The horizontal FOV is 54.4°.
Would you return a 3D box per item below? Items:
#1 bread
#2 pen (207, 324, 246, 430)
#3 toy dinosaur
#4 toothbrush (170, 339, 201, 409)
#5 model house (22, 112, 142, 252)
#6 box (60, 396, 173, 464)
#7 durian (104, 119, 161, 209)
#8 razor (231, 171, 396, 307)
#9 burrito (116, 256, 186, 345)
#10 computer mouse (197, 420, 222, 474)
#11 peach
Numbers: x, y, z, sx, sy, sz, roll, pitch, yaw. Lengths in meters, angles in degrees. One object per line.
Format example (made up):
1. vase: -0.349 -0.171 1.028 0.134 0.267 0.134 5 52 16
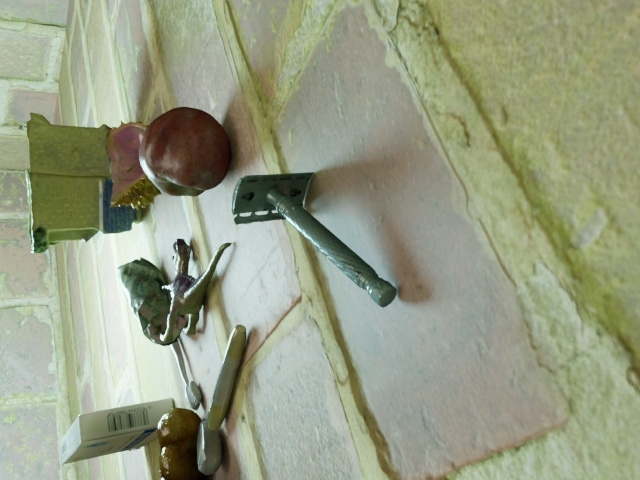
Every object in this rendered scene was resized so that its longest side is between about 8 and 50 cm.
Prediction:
1. bread: -0.251 0.482 1.156 0.124 0.084 0.344 93 173 -88
2. pen: -0.155 0.228 1.029 0.040 0.032 0.233 -94 20 -59
3. toy dinosaur: -0.239 0.086 1.136 0.251 0.072 0.199 -168 88 -70
4. toothbrush: -0.295 0.224 1.282 0.307 0.025 0.029 54 127 45
5. model house: -0.588 -0.141 1.542 0.261 0.266 0.321 -167 75 -66
6. box: -0.475 0.443 1.433 0.343 0.200 0.065 -43 57 53
7. durian: -0.397 -0.161 1.342 0.182 0.132 0.165 49 125 53
8. razor: 0.000 0.000 0.701 0.232 0.106 0.068 44 129 40
9. burrito: -0.367 0.125 1.344 0.309 0.096 0.066 42 145 49
10. computer mouse: -0.192 0.363 1.091 0.096 0.039 0.066 -109 32 -52
11. peach: -0.214 -0.148 1.031 0.152 0.152 0.152 4 95 61
